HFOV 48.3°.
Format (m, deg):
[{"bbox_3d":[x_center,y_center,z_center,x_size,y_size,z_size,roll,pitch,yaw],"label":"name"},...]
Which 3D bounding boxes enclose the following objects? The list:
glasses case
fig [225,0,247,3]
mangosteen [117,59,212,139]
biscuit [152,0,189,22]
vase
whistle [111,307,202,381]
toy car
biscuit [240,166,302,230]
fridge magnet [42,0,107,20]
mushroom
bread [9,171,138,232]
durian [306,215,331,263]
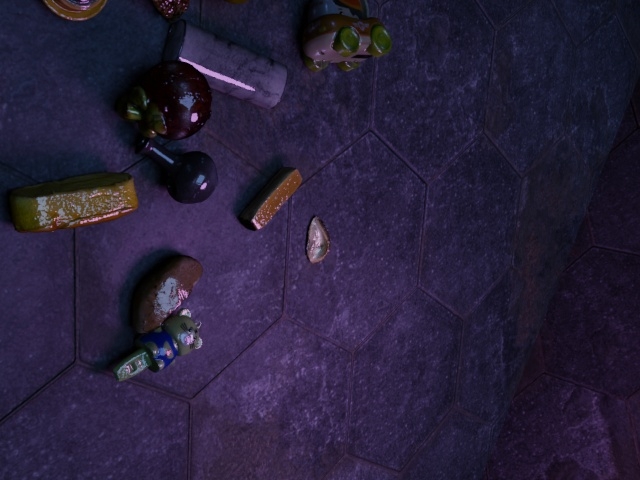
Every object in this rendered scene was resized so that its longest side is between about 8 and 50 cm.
[{"bbox_3d":[-0.202,-0.380,1.571,0.299,0.060,0.114,12,97,-47],"label":"glasses case"},{"bbox_3d":[-0.167,-0.589,1.512,0.142,0.148,0.186,57,22,-23],"label":"fig"},{"bbox_3d":[-0.307,-0.272,1.421,0.180,0.166,0.166,-28,121,-26],"label":"mangosteen"},{"bbox_3d":[-0.290,-0.520,1.370,0.131,0.026,0.237,-49,163,-2],"label":"biscuit"},{"bbox_3d":[-0.305,-0.158,1.501,0.183,0.120,0.120,38,73,-29],"label":"vase"},{"bbox_3d":[-0.354,0.236,1.570,0.227,0.085,0.105,-32,113,-36],"label":"whistle"},{"bbox_3d":[0.049,-0.540,1.752,0.235,0.145,0.234,9,75,-40],"label":"toy car"},{"bbox_3d":[-0.121,-0.104,1.736,0.188,0.056,0.052,-50,129,-23],"label":"biscuit"},{"bbox_3d":[-0.447,-0.473,1.294,0.143,0.063,0.142,-11,107,-40],"label":"fridge magnet"},{"bbox_3d":[-0.340,0.106,1.559,0.210,0.072,0.094,-47,118,-26],"label":"mushroom"},{"bbox_3d":[-0.464,-0.069,1.363,0.246,0.102,0.094,-18,111,-43],"label":"bread"},{"bbox_3d":[-0.004,-0.001,1.907,0.066,0.052,0.130,4,97,-7],"label":"durian"}]
